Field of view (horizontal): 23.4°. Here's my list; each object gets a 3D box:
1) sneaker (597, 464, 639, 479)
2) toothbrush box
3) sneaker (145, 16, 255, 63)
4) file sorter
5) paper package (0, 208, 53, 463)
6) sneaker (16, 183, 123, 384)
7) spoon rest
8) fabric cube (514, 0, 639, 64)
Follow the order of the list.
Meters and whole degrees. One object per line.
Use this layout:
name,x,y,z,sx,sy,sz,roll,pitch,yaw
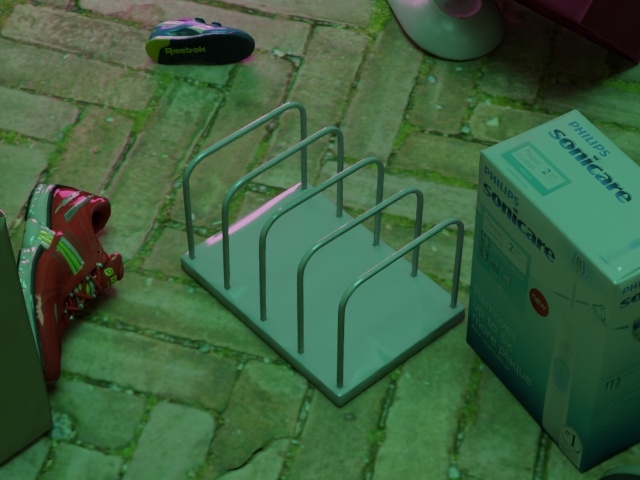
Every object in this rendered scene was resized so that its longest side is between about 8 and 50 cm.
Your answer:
sneaker,0.313,0.289,1.454,0.118,0.083,0.222,-44,26,-20
toothbrush box,0.263,0.053,1.571,0.126,0.296,0.216,-23,51,-21
sneaker,-0.158,-0.270,2.055,0.144,0.053,0.059,2,44,1
file sorter,0.000,0.000,1.710,0.193,0.173,0.277,-32,53,-28
paper package,-0.439,0.120,1.491,0.309,0.325,0.168,-34,54,-28
sneaker,-0.279,0.041,1.726,0.118,0.107,0.279,6,48,-8
spoon rest,0.139,-0.344,2.119,0.137,0.084,0.276,-31,67,-25
fabric cube,0.330,-0.413,1.981,0.258,0.259,0.254,33,99,27
